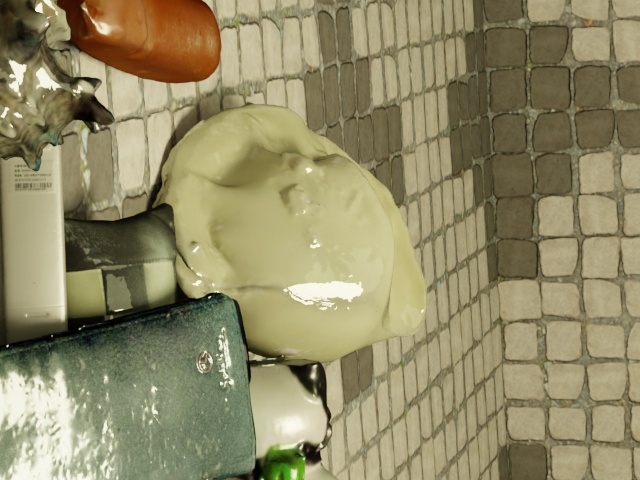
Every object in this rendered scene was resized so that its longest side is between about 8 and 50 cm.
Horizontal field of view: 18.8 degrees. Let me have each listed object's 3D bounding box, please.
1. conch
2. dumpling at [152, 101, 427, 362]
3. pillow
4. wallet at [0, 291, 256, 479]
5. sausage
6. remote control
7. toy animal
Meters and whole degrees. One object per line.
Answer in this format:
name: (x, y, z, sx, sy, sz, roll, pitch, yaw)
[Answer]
conch: (-0.286, -0.181, 1.569, 0.313, 0.186, 0.241, 28, 37, -54)
dumpling: (-0.046, -0.014, 2.259, 0.395, 0.233, 0.316, 7, 60, -40)
pillow: (-0.204, 0.090, 1.891, 0.186, 0.106, 0.250, -4, 93, -55)
wallet: (-0.199, 0.165, 1.778, 0.379, 0.046, 0.191, -12, 101, -48)
sausage: (-0.190, -0.222, 1.991, 0.348, 0.094, 0.097, 10, 66, -71)
remote control: (-0.269, 0.031, 1.791, 0.067, 0.029, 0.261, -3, 92, -30)
toy animal: (-0.074, 0.258, 2.139, 0.212, 0.212, 0.267, 14, 69, -72)
